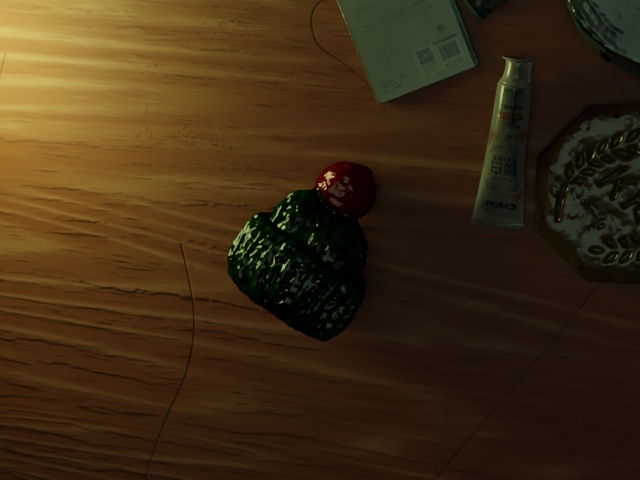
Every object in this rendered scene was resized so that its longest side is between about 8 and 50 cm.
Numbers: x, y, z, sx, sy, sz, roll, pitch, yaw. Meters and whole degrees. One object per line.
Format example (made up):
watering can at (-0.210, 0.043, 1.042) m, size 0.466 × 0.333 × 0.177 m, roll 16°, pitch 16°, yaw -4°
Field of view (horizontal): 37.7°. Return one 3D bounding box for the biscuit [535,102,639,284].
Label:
biscuit at (0.565, -0.083, 1.720) m, size 0.359 × 0.046 × 0.359 m, roll 3°, pitch 102°, yaw 12°

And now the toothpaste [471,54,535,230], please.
toothpaste at (0.347, -0.178, 1.745) m, size 0.100 × 0.066 × 0.323 m, roll 8°, pitch 109°, yaw 12°

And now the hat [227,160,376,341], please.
hat at (0.000, 0.000, 1.789) m, size 0.274 × 0.242 × 0.332 m, roll 33°, pitch 95°, yaw -8°

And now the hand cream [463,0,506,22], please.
hand cream at (0.359, -0.495, 1.670) m, size 0.248 × 0.052 × 0.075 m, roll -37°, pitch 91°, yaw 19°

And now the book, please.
book at (0.151, -0.420, 1.753) m, size 0.214 × 0.025 × 0.283 m, roll -19°, pitch 98°, yaw 15°

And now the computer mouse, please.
computer mouse at (0.602, -0.365, 1.610) m, size 0.374 × 0.114 × 0.203 m, roll 35°, pitch 111°, yaw 12°
